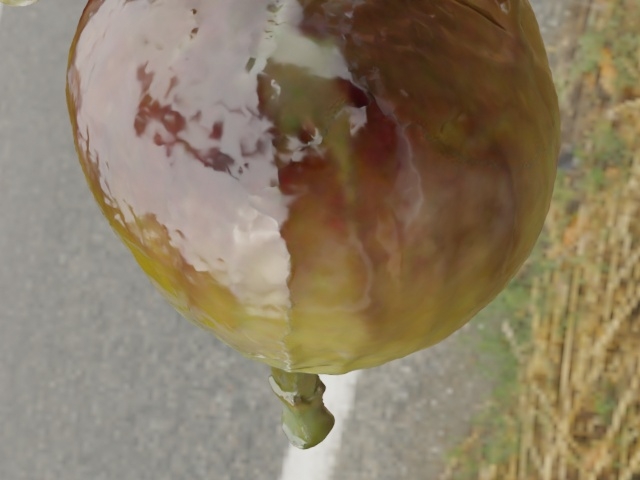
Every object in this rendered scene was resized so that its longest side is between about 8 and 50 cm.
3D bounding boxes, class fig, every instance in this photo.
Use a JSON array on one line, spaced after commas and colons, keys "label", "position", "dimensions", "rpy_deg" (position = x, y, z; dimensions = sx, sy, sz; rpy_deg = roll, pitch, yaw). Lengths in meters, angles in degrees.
[{"label": "fig", "position": [0.013, -0.007, 0.511], "dimensions": [0.160, 0.143, 0.231], "rpy_deg": [-81, -26, -47]}]

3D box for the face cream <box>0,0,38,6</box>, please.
[{"label": "face cream", "position": [-0.154, -0.222, 0.566], "dimensions": [0.285, 0.067, 0.139], "rpy_deg": [60, -147, -56]}]
